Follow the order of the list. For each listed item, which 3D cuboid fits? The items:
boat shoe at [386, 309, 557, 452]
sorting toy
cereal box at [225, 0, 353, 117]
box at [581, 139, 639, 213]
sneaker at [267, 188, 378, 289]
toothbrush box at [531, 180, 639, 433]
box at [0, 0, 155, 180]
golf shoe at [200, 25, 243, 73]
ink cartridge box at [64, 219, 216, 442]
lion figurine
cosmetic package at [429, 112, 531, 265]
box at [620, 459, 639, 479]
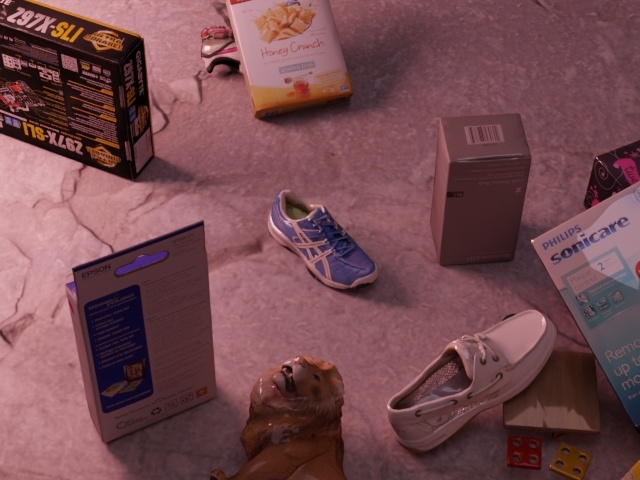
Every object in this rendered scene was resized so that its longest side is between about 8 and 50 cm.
[{"bbox_3d":[0.209,0.177,1.857,0.277,0.096,0.098,-38,42,-13],"label":"boat shoe"},{"bbox_3d":[0.320,0.227,1.894,0.132,0.046,0.275,3,49,2],"label":"sorting toy"},{"bbox_3d":[-0.056,-0.340,2.302,0.173,0.047,0.240,-13,79,-11],"label":"cereal box"},{"bbox_3d":[0.537,-0.029,2.054,0.163,0.142,0.247,-20,53,-18],"label":"box"},{"bbox_3d":[0.000,0.000,2.058,0.211,0.081,0.080,33,55,23],"label":"sneaker"},{"bbox_3d":[0.458,0.084,1.858,0.216,0.126,0.296,-28,71,7],"label":"toothbrush box"},{"bbox_3d":[-0.428,-0.254,2.150,0.322,0.257,0.079,19,52,15],"label":"box"},{"bbox_3d":[-0.117,-0.326,2.354,0.186,0.067,0.086,-1,82,-9],"label":"golf shoe"},{"bbox_3d":[-0.232,0.112,1.768,0.175,0.371,0.069,-21,53,-19],"label":"ink cartridge box"},{"bbox_3d":[0.002,0.342,1.754,0.240,0.142,0.392,-23,68,-29],"label":"lion figurine"},{"bbox_3d":[0.236,-0.074,2.026,0.127,0.238,0.107,-5,47,-2],"label":"cosmetic package"},{"bbox_3d":[0.448,0.367,1.627,0.177,0.279,0.290,37,58,26],"label":"box"}]
